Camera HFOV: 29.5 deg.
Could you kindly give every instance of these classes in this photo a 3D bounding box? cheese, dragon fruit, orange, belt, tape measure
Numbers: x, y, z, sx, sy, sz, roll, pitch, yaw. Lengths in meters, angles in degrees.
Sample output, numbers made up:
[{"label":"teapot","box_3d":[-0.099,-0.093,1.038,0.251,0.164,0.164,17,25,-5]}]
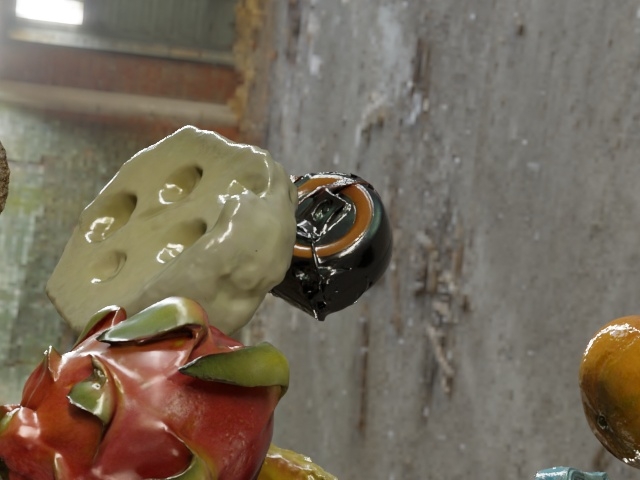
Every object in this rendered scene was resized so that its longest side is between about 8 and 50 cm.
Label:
[{"label":"cheese","box_3d":[-0.159,0.000,1.356,0.318,0.115,0.326,-20,39,32]},{"label":"dragon fruit","box_3d":[-0.149,0.157,0.985,0.227,0.224,0.224,-29,-40,-46]},{"label":"orange","box_3d":[0.466,0.225,1.736,0.240,0.171,0.240,54,165,21]},{"label":"belt","box_3d":[0.446,0.444,2.126,0.302,0.072,0.087,24,-124,-60]},{"label":"tape measure","box_3d":[0.000,0.000,1.792,0.223,0.202,0.135,-49,-34,-22]}]

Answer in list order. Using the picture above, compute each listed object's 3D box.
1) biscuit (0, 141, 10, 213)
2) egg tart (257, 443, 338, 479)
[{"label":"biscuit","box_3d":[-0.329,-0.070,1.148,0.120,0.015,0.120,-8,-90,-72]},{"label":"egg tart","box_3d":[-0.113,0.399,1.420,0.388,0.388,0.169,-95,9,-50]}]
